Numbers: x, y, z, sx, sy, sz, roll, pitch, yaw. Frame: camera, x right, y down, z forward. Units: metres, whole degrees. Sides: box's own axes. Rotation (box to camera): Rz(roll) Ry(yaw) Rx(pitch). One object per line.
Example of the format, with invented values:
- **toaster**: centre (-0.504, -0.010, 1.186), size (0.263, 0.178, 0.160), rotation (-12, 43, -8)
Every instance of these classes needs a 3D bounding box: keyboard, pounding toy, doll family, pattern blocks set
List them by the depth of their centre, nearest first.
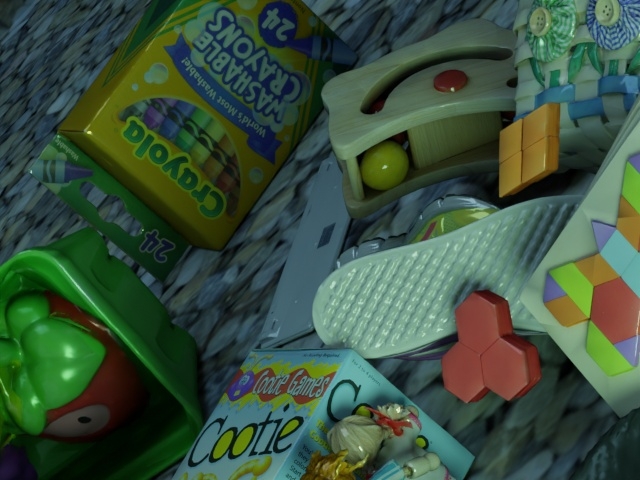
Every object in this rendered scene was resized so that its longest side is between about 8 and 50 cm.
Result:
- **pattern blocks set**: centre (0.206, 0.017, 1.151), size (0.285, 0.026, 0.325), rotation (36, 119, 38)
- **doll family**: centre (0.029, 0.224, 1.197), size (0.118, 0.163, 0.263), rotation (-2, 51, 57)
- **pounding toy**: centre (0.137, -0.082, 1.526), size (0.269, 0.155, 0.154), rotation (-25, 39, -13)
- **keyboard**: centre (0.000, 0.000, 1.748), size (0.072, 0.014, 0.256), rotation (-20, 37, 37)

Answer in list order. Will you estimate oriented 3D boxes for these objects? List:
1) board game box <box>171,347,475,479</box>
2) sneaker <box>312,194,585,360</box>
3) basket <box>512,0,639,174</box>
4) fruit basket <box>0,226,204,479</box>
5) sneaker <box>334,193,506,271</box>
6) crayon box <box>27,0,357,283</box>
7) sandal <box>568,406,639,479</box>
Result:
- **board game box**: centre (-0.036, 0.230, 1.316), size (0.142, 0.144, 0.275), rotation (-5, 48, 56)
- **sneaker**: centre (0.146, 0.033, 1.362), size (0.282, 0.161, 0.102), rotation (-8, 79, 16)
- **basket**: centre (0.273, -0.192, 1.346), size (0.254, 0.201, 0.289), rotation (-6, 62, 56)
- **fruit basket**: centre (-0.323, 0.178, 1.676), size (0.392, 0.283, 0.392), rotation (-39, 12, 10)
- **sneaker**: centre (0.090, 0.035, 1.490), size (0.208, 0.081, 0.094), rotation (-31, 38, 44)
- **crayon box**: centre (-0.130, -0.137, 1.922), size (0.323, 0.203, 0.083), rotation (-55, 26, -14)
- **sandal**: centre (0.088, 0.279, 1.066), size (0.446, 0.107, 0.167), rotation (-58, 27, -6)
